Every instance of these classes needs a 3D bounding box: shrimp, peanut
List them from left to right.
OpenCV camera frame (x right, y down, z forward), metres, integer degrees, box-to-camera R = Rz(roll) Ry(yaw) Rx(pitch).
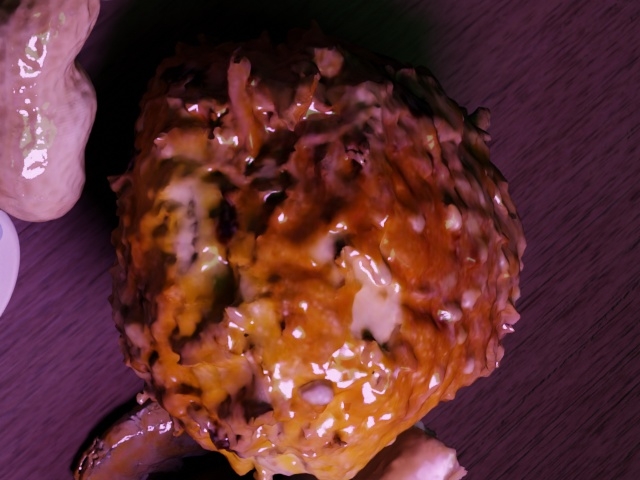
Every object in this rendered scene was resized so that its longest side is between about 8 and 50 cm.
[{"bbox_3d":[-0.214,-0.118,1.425,0.104,0.085,0.228,-21,130,-40],"label":"peanut"},{"bbox_3d":[-0.114,0.200,1.766,0.253,0.058,0.173,-9,133,-32],"label":"shrimp"}]

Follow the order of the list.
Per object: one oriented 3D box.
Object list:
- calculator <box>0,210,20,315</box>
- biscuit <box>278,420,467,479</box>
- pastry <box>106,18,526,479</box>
[{"bbox_3d":[-0.363,0.038,1.442,0.302,0.042,0.188,-5,123,-38],"label":"calculator"},{"bbox_3d":[-0.047,0.298,1.722,0.446,0.104,0.429,-45,-179,5],"label":"biscuit"},{"bbox_3d":[-0.008,-0.011,1.519,0.405,0.292,0.337,-32,113,-53],"label":"pastry"}]
